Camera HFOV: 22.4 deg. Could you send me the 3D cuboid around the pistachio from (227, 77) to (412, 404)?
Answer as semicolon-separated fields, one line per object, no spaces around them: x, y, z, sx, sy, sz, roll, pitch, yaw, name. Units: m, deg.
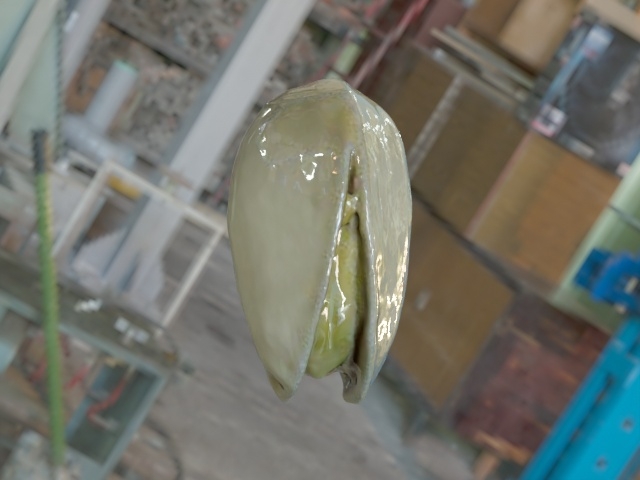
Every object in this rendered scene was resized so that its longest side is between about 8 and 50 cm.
0.000;0.000;1.104;0.126;0.223;0.152;2;1;-13;pistachio
